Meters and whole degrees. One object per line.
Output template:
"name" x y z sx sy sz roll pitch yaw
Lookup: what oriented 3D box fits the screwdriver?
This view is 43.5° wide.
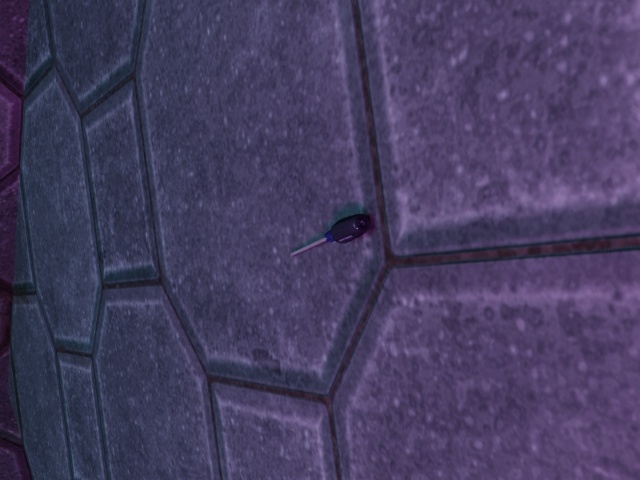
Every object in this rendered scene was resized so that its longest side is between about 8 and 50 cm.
"screwdriver" 0.000 0.000 0.815 0.170 0.025 0.024 -22 77 57
